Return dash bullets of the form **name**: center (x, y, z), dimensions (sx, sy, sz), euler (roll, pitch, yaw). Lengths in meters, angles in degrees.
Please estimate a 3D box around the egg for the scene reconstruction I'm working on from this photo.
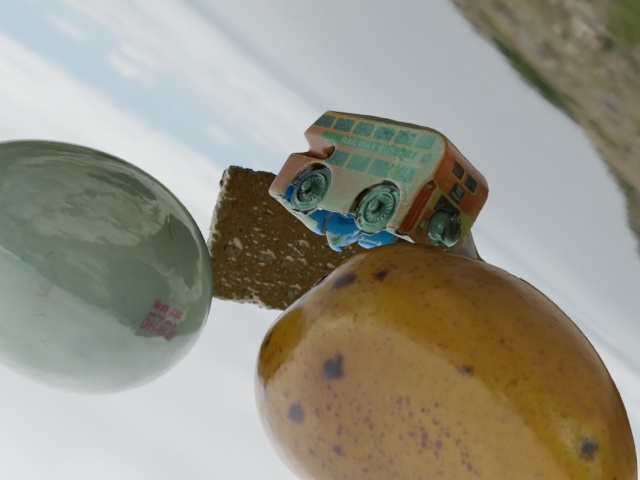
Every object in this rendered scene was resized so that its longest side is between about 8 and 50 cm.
- **egg**: center (-0.191, 0.018, 1.095), dimensions (0.183, 0.183, 0.264), euler (41, -175, 41)

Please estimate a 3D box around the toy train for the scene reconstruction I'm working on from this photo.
- **toy train**: center (0.049, -0.038, 1.139), dimensions (0.188, 0.099, 0.072), euler (16, 158, 48)

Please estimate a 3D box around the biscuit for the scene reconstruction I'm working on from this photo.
- **biscuit**: center (0.002, 0.012, 1.429), dimensions (0.236, 0.131, 0.026), euler (12, -178, -22)

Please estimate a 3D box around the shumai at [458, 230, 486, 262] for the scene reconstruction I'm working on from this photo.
- **shumai**: center (0.113, 0.103, 2.001), dimensions (0.222, 0.261, 0.225), euler (9, -169, 43)

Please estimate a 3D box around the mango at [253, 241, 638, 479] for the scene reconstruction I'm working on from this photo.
- **mango**: center (0.087, 0.106, 0.974), dimensions (0.290, 0.191, 0.160), euler (25, -169, 35)
